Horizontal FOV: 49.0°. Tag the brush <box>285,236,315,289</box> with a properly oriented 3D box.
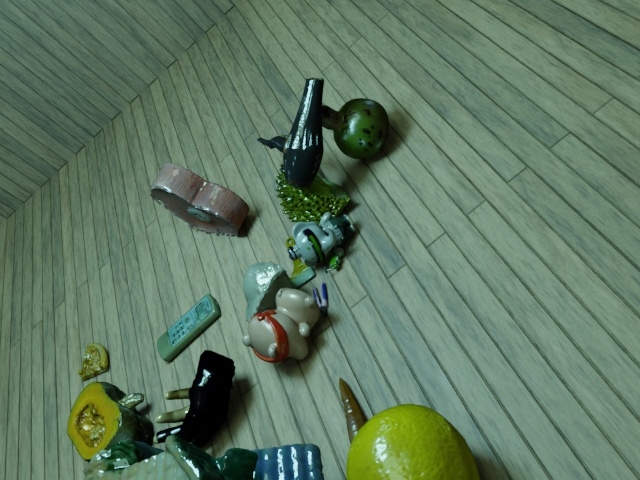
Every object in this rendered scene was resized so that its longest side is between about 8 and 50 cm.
[{"bbox_3d":[-0.070,0.056,2.010,0.083,0.011,0.205,-37,39,14],"label":"brush"}]

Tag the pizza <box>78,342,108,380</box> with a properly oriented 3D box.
[{"bbox_3d":[-0.760,0.404,2.330,0.131,0.041,0.178,-46,39,5],"label":"pizza"}]

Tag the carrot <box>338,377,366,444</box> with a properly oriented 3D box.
[{"bbox_3d":[0.071,0.388,1.585,0.048,0.048,0.216,-37,36,13],"label":"carrot"}]

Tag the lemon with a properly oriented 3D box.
[{"bbox_3d":[0.172,0.447,1.281,0.245,0.245,0.319,-35,41,16],"label":"lemon"}]

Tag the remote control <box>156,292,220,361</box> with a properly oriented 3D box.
[{"bbox_3d":[-0.401,0.264,2.120,0.233,0.038,0.098,-42,40,6],"label":"remote control"}]

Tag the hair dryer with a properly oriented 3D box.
[{"bbox_3d":[-0.102,-0.318,2.033,0.359,0.120,0.303,18,105,57],"label":"hair dryer"}]

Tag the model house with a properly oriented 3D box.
[{"bbox_3d":[-0.177,0.544,1.367,0.400,0.445,0.395,-28,41,25],"label":"model house"}]

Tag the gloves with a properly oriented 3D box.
[{"bbox_3d":[-0.322,0.440,1.815,0.301,0.152,0.197,-47,17,11],"label":"gloves"}]

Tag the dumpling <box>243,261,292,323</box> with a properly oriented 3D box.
[{"bbox_3d":[-0.158,0.152,1.917,0.172,0.142,0.247,-65,8,-23],"label":"dumpling"}]

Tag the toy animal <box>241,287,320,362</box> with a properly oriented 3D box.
[{"bbox_3d":[-0.094,0.221,1.790,0.171,0.171,0.197,20,66,49],"label":"toy animal"}]

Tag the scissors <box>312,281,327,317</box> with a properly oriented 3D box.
[{"bbox_3d":[0.002,0.159,1.856,0.039,0.012,0.113,-31,42,20],"label":"scissors"}]

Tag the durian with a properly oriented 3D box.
[{"bbox_3d":[-0.039,-0.146,2.098,0.169,0.158,0.352,-17,36,-17],"label":"durian"}]

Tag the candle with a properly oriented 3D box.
[{"bbox_3d":[-0.378,-0.120,2.275,0.317,0.287,0.131,26,70,6],"label":"candle"}]

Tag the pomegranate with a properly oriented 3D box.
[{"bbox_3d":[0.095,-0.333,2.032,0.211,0.179,0.179,23,70,4],"label":"pomegranate"}]

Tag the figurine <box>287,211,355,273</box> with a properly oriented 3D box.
[{"bbox_3d":[0.000,0.000,1.906,0.192,0.147,0.126,-28,20,-5],"label":"figurine"}]

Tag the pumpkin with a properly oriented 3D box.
[{"bbox_3d":[-0.597,0.518,2.018,0.221,0.139,0.317,-56,37,-4],"label":"pumpkin"}]
